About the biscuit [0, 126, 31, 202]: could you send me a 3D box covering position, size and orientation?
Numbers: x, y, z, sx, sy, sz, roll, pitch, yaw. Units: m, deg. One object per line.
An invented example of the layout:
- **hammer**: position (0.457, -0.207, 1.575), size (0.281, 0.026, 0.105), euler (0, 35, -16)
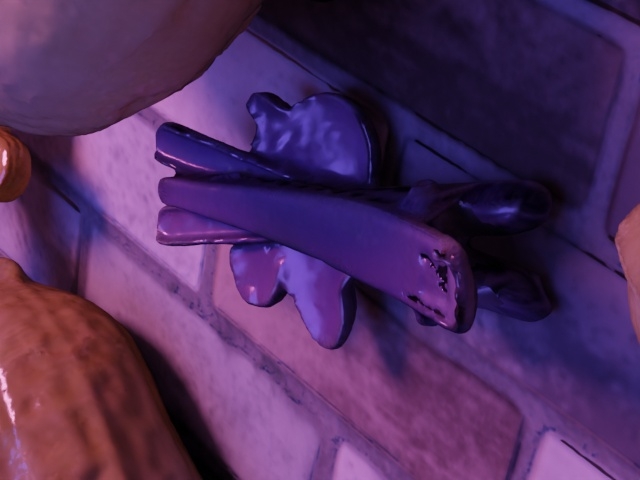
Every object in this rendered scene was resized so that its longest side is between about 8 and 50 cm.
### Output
- **biscuit**: position (-0.245, -0.082, 1.074), size (0.158, 0.035, 0.240), euler (24, 97, 45)

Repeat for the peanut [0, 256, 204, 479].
- **peanut**: position (-0.156, 0.153, 1.022), size (0.174, 0.158, 0.340), euler (84, 164, -73)

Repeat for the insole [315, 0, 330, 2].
- **insole**: position (-0.043, -0.292, 0.837), size (0.119, 0.009, 0.348), euler (-27, 81, 53)

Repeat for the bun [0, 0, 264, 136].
- **bun**: position (-0.103, -0.217, 0.762), size (0.361, 0.213, 0.361), euler (-9, 79, 54)

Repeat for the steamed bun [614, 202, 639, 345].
- **steamed bun**: position (0.204, 0.040, 0.567), size (0.231, 0.110, 0.212), euler (54, 138, 20)

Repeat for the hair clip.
- **hair clip**: position (0.013, -0.002, 0.814), size (0.278, 0.090, 0.137), euler (20, 119, 52)
